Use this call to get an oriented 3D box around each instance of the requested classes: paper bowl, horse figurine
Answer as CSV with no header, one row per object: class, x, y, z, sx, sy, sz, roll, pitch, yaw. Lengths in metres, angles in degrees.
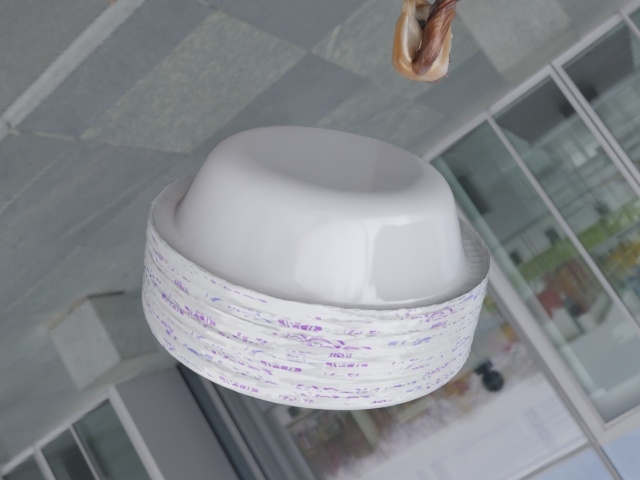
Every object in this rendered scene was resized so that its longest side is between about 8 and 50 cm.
paper bowl,0.000,0.000,0.650,0.284,0.284,0.148,-18,127,-48
horse figurine,0.112,-0.227,0.793,0.263,0.066,0.174,-71,168,-65
